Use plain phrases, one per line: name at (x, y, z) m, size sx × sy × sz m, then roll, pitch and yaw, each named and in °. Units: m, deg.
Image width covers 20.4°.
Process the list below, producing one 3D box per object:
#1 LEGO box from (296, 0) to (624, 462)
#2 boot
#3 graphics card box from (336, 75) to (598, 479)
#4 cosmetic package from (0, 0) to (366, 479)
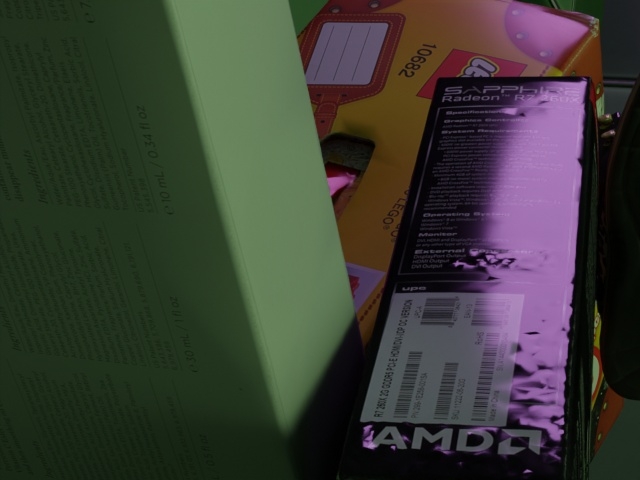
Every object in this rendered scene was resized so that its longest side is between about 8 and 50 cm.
LEGO box at (0.004, 0.127, 1.145) m, size 0.500 × 0.193 × 0.372 m, roll -52°, pitch 145°, yaw -36°
boot at (0.191, -0.049, 1.034) m, size 0.178 × 0.085 × 0.236 m, roll -93°, pitch -174°, yaw -60°
graphics card box at (0.081, 0.098, 0.841) m, size 0.371 × 0.094 × 0.232 m, roll -74°, pitch 163°, yaw -59°
cosmetic package at (-0.149, -0.047, 0.681) m, size 0.097 × 0.284 × 0.377 m, roll -67°, pitch 154°, yaw -44°
